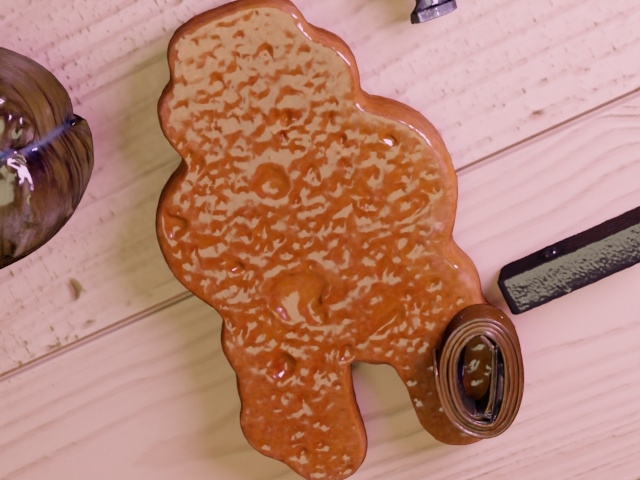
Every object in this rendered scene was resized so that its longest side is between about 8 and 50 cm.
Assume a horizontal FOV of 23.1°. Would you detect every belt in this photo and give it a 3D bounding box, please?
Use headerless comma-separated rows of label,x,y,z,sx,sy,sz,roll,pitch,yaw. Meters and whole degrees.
belt,0.101,0.085,1.008,0.059,0.036,0.083,0,106,4

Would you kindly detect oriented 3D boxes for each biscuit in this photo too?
biscuit,0.000,0.000,1.031,0.202,0.047,0.334,-20,106,11

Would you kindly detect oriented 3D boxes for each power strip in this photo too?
power strip,0.168,0.012,1.011,0.111,0.038,0.029,-25,101,16

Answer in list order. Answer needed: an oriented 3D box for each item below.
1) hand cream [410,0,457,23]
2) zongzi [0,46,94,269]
hand cream,0.039,-0.229,0.957,0.067,0.042,0.195,-15,100,23
zongzi,-0.303,0.051,1.044,0.322,0.160,0.361,1,108,11
